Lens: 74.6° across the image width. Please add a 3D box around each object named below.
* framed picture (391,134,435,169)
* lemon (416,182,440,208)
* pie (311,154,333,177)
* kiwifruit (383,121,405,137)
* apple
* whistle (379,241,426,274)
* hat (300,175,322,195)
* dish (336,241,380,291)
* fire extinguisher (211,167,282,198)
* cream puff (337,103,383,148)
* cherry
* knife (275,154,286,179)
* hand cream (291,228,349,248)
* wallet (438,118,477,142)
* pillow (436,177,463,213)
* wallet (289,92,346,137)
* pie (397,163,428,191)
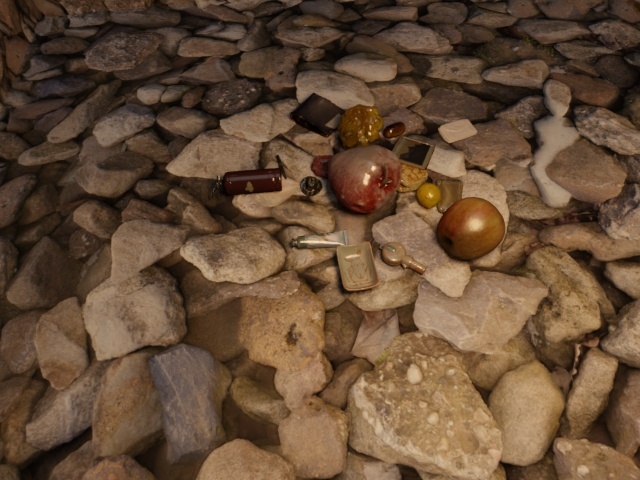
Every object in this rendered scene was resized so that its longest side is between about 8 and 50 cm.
[{"bbox_3d":[0.461,-0.442,2.096,0.192,0.018,0.265,19,42,12],"label":"framed picture"},{"bbox_3d":[0.499,-0.210,1.941,0.108,0.109,0.133,-6,70,-2],"label":"lemon"},{"bbox_3d":[0.027,-0.373,2.098,0.153,0.038,0.154,-2,57,3],"label":"pie"},{"bbox_3d":[0.388,-0.577,2.198,0.124,0.075,0.075,-25,60,-10],"label":"kiwifruit"},{"bbox_3d":[0.620,-0.047,1.752,0.233,0.257,0.257,-29,61,-13],"label":"apple"},{"bbox_3d":[0.350,0.075,1.797,0.219,0.057,0.107,32,63,17],"label":"whistle"},{"bbox_3d":[-0.043,-0.271,2.028,0.121,0.050,0.121,0,60,0],"label":"hat"},{"bbox_3d":[0.154,0.120,1.761,0.151,0.077,0.213,-9,58,-2],"label":"dish"},{"bbox_3d":[-0.353,-0.269,2.002,0.336,0.114,0.136,-4,85,-1],"label":"fire extinguisher"},{"bbox_3d":[0.206,-0.568,2.122,0.244,0.244,0.196,34,29,21],"label":"cream puff"},{"bbox_3d":[0.200,-0.293,1.896,0.326,0.291,0.335,-33,46,8],"label":"cherry"},{"bbox_3d":[-0.198,-0.370,2.119,0.023,0.010,0.170,-17,60,-9],"label":"knife"},{"bbox_3d":[0.000,0.000,1.862,0.255,0.055,0.088,-4,62,-9],"label":"hand cream"},{"bbox_3d":[0.723,-0.582,2.217,0.182,0.032,0.124,-18,62,-11],"label":"wallet"},{"bbox_3d":[0.611,-0.211,1.983,0.130,0.033,0.218,7,58,6],"label":"pillow"},{"bbox_3d":[-0.004,-0.680,2.284,0.262,0.071,0.221,32,59,16],"label":"wallet"},{"bbox_3d":[0.408,-0.316,2.024,0.178,0.084,0.205,-29,57,-26],"label":"pie"}]
